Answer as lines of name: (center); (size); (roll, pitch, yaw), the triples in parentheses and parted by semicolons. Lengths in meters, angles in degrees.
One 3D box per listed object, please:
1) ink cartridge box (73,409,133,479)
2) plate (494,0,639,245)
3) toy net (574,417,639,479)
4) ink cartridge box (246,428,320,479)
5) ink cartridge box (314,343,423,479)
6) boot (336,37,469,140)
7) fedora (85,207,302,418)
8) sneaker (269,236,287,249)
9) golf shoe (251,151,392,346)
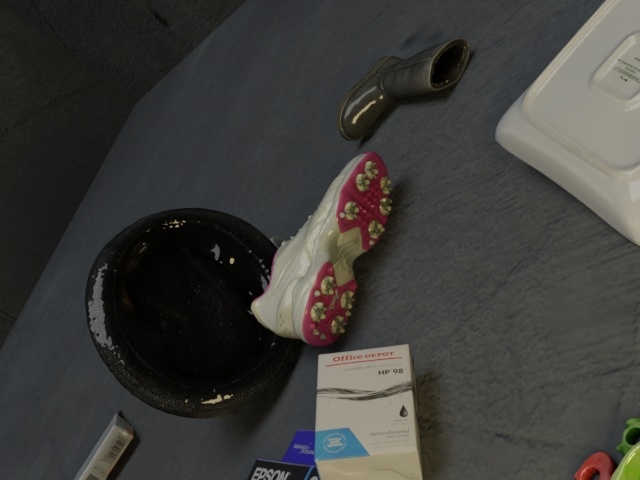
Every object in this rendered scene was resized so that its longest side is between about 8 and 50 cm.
ink cartridge box: (-0.391, 0.389, 1.508); (0.145, 0.045, 0.179); (-58, 6, -8)
plate: (0.330, -0.167, 0.860); (0.278, 0.045, 0.277); (-49, 35, 10)
toy net: (0.194, 0.232, 0.635); (0.232, 0.045, 0.122); (-51, 25, 7)
ink cartridge box: (-0.027, 0.302, 0.942); (0.206, 0.045, 0.208); (-15, 43, 54)
ink cartridge box: (0.050, 0.174, 0.897); (0.104, 0.060, 0.180); (-8, 38, 8)
boot: (0.132, -0.242, 1.364); (0.208, 0.076, 0.189); (18, 75, 58)
fedora: (-0.184, 0.119, 1.249); (0.152, 0.334, 0.334); (105, -173, -61)
sneaker: (-0.083, 0.071, 1.353); (0.061, 0.054, 0.152); (78, -147, -79)
golf shoe: (0.000, 0.000, 1.175); (0.140, 0.115, 0.306); (2, 55, 38)
